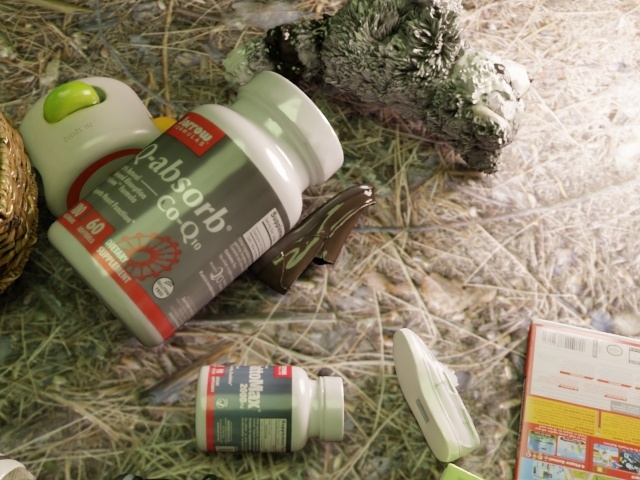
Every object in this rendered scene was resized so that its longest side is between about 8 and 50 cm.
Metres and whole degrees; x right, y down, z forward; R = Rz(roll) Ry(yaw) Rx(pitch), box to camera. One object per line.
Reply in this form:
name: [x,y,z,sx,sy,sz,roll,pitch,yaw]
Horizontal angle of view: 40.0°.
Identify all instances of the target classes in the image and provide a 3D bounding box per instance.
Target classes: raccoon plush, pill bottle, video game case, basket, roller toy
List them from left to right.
basket: [-0.484,-0.068,1.172,0.214,0.223,0.299,-26,62,-9]
roller toy: [-0.313,-0.118,1.241,0.209,0.191,0.146,2,45,-54]
pill bottle: [-0.158,-0.049,1.169,0.363,0.210,0.210,-43,70,-14]
pill bottle: [-0.063,0.211,1.106,0.180,0.108,0.108,1,60,-3]
raccoon plush: [0.099,-0.211,1.368,0.447,0.216,0.299,-20,74,18]
video game case: [0.364,0.251,1.152,0.204,0.025,0.285,12,59,4]

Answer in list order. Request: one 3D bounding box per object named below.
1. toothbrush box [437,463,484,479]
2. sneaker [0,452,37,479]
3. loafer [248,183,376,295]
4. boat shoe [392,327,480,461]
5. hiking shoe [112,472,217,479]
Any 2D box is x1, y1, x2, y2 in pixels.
toothbrush box: [0.222,0.419,0.990,0.283,0.122,0.206,24,61,12]
sneaker: [-0.512,0.402,0.965,0.258,0.169,0.447,27,54,23]
loafer: [0.000,0.000,1.262,0.220,0.080,0.078,-38,91,-12]
boat shoe: [0.153,0.196,1.155,0.063,0.066,0.184,-11,57,-25]
hiking shoe: [-0.183,0.407,0.981,0.132,0.113,0.304,-1,60,-3]
